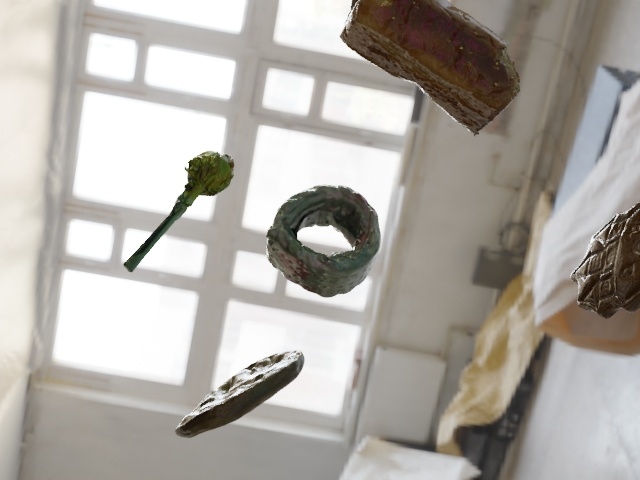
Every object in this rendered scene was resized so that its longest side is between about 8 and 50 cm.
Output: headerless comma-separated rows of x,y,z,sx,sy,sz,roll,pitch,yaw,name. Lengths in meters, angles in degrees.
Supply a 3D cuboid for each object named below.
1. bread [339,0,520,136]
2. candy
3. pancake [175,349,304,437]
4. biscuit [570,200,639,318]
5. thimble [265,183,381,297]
0.202,-0.345,1.831,0.149,0.344,0.195,-57,5,-15,bread
-0.223,-0.048,1.617,0.077,0.073,0.262,-16,31,54,candy
-0.156,0.299,2.016,0.049,0.294,0.294,60,180,-3,pancake
0.440,0.030,1.532,0.215,0.034,0.182,-33,34,59,biscuit
0.000,0.000,1.898,0.149,0.211,0.185,104,162,-63,thimble
